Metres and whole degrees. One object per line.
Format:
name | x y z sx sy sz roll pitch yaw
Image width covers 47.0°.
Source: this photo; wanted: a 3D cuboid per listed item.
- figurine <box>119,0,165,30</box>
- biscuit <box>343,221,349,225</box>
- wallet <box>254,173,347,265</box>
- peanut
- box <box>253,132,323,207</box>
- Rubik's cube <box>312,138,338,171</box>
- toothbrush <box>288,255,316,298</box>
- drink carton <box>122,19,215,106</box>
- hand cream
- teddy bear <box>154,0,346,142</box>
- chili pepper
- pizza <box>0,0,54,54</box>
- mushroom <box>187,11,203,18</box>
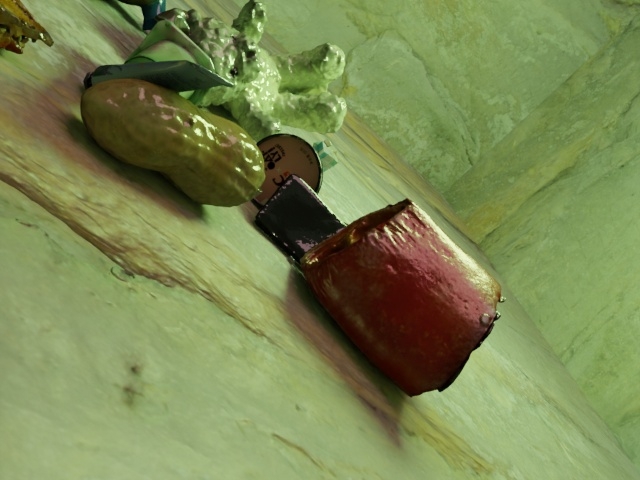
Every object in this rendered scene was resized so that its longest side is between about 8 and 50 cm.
figurine | -0.437 -0.617 1.623 0.416 0.243 0.298 32 14 35
biscuit | 0.060 -0.003 1.527 0.212 0.036 0.212 29 -5 3
wallet | 0.000 0.000 1.349 0.244 0.124 0.025 43 -26 -11
peanut | -0.214 -0.146 1.097 0.313 0.149 0.149 22 28 -48
box | -0.062 -0.127 1.439 0.151 0.151 0.135 48 7 5
Rubik's cube | 0.007 -0.236 2.029 0.084 0.075 0.073 51 23 -48
toothbrush | -0.030 0.064 1.286 0.006 0.008 0.097 1 47 -51
drink carton | -0.274 -0.269 1.253 0.144 0.146 0.142 42 24 -14
hand cream | -0.250 -0.236 1.091 0.256 0.055 0.088 5 -11 33
teddy bear | -0.133 -0.380 1.603 0.362 0.375 0.328 74 15 -80
chili pepper | 0.142 0.080 1.245 0.305 0.251 0.229 48 0 -2
pizza | -0.511 -0.369 0.976 0.251 0.074 0.287 55 11 32
mushroom | -0.306 -0.478 1.734 0.127 0.127 0.087 43 32 -14
